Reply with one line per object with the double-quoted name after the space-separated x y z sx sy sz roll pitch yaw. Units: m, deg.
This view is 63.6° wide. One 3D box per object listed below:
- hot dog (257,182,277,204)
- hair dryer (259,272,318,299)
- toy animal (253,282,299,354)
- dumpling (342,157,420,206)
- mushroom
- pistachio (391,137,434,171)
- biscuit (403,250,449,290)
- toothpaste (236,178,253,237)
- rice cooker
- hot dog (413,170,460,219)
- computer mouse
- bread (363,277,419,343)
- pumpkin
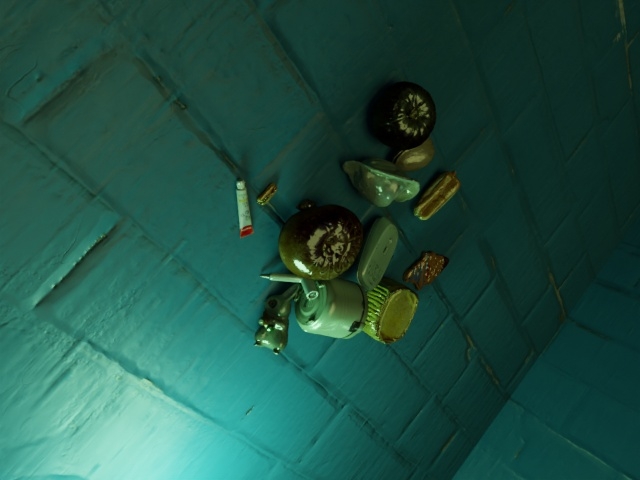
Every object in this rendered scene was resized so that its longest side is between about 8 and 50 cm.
-0.167 -0.145 1.631 0.083 0.021 0.037 -52 131 -10 "hot dog"
-0.114 0.137 1.731 0.183 0.155 0.044 -3 129 -22 "hair dryer"
-0.146 0.256 1.778 0.125 0.127 0.251 22 82 -26 "toy animal"
0.217 -0.201 1.781 0.243 0.227 0.175 -12 101 -31 "dumpling"
0.005 -0.005 1.697 0.297 0.163 0.278 -20 98 -25 "mushroom"
0.342 -0.314 1.908 0.186 0.108 0.126 -33 150 -14 "pistachio"
0.470 0.128 2.263 0.280 0.043 0.183 -14 120 -31 "biscuit"
-0.237 -0.097 1.591 0.048 0.031 0.190 -24 125 -33 "toothpaste"
0.042 0.235 1.834 0.244 0.226 0.226 15 99 -36 "rice cooker"
0.471 -0.186 2.090 0.102 0.076 0.249 44 85 -13 "hot dog"
0.198 0.044 1.943 0.288 0.097 0.159 -61 144 -17 "computer mouse"
0.273 0.285 2.099 0.227 0.142 0.253 24 96 -44 "bread"
0.293 -0.426 1.780 0.238 0.159 0.237 -6 106 -23 "pumpkin"
